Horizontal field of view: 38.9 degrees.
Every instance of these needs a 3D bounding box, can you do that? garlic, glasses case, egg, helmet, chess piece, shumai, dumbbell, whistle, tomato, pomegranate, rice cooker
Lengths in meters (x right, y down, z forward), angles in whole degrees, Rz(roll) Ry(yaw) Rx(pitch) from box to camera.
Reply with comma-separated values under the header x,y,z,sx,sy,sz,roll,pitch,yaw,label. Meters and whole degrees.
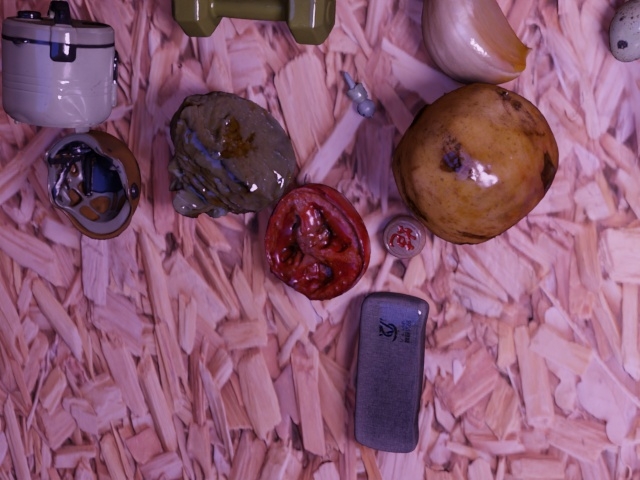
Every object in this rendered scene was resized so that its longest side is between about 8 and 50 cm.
x,y,z,sx,sy,sz,roll,pitch,yaw,label
0.254,-0.374,1.557,0.164,0.145,0.245,-26,94,-9,garlic
0.137,0.261,1.784,0.131,0.074,0.323,7,107,15,glasses case
0.516,-0.345,1.487,0.085,0.085,0.110,30,128,9,egg
-0.446,-0.127,1.846,0.198,0.130,0.224,-2,118,24,helmet
0.160,-0.006,1.724,0.083,0.038,0.084,4,105,16,chess piece
-0.191,-0.148,1.751,0.256,0.189,0.218,48,135,1,shumai
-0.123,-0.428,1.665,0.302,0.121,0.108,8,136,17,dumbbell
0.071,-0.268,1.684,0.035,0.035,0.100,-31,92,23,whistle
0.001,-0.003,1.748,0.228,0.101,0.228,8,107,25,tomato
0.258,-0.130,1.539,0.281,0.281,0.281,5,106,17,pomegranate
-0.507,-0.342,1.767,0.226,0.226,0.244,8,108,16,rice cooker
